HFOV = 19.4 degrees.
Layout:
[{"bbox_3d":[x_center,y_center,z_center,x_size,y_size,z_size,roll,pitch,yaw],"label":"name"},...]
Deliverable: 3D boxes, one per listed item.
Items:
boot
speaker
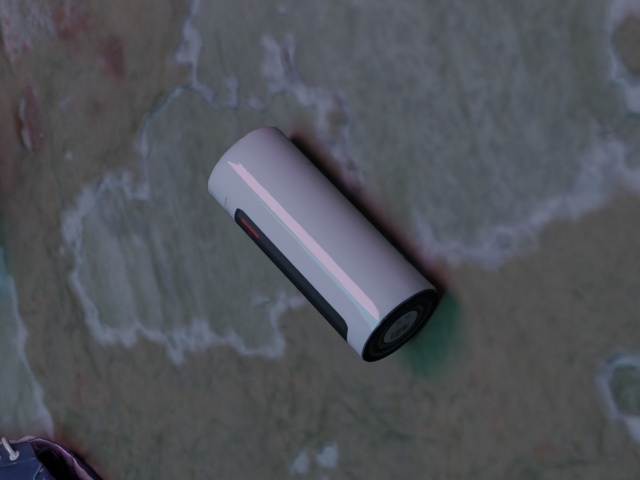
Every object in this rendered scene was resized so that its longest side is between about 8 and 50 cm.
[{"bbox_3d":[-0.212,0.153,1.245,0.190,0.069,0.086,35,116,20],"label":"boot"},{"bbox_3d":[0.000,0.000,1.018,0.136,0.055,0.055,47,127,22],"label":"speaker"}]
